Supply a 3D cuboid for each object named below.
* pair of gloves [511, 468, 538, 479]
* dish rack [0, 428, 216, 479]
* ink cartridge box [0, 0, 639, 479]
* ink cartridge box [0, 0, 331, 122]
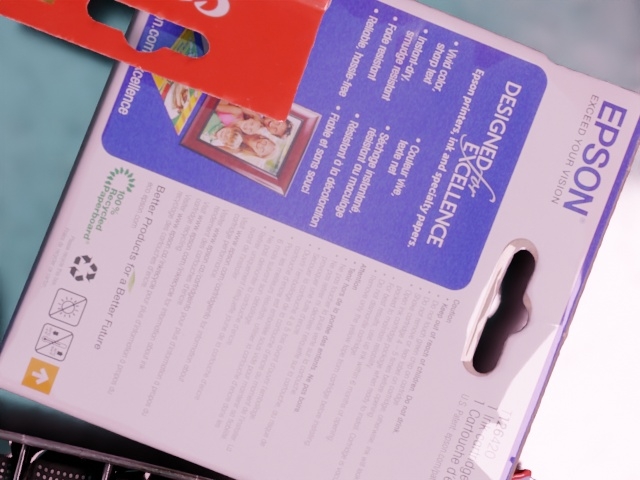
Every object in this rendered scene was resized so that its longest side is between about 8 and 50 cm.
[{"bbox_3d":[0.077,0.224,1.223,0.198,0.023,0.159,-12,95,-2],"label":"pair of gloves"},{"bbox_3d":[-0.156,0.254,1.184,0.208,0.074,0.271,14,92,-3],"label":"dish rack"},{"bbox_3d":[0.000,0.000,1.186,0.307,0.072,0.303,22,88,-6],"label":"ink cartridge box"},{"bbox_3d":[-0.065,-0.205,1.132,0.189,0.066,0.232,20,58,-4],"label":"ink cartridge box"}]
